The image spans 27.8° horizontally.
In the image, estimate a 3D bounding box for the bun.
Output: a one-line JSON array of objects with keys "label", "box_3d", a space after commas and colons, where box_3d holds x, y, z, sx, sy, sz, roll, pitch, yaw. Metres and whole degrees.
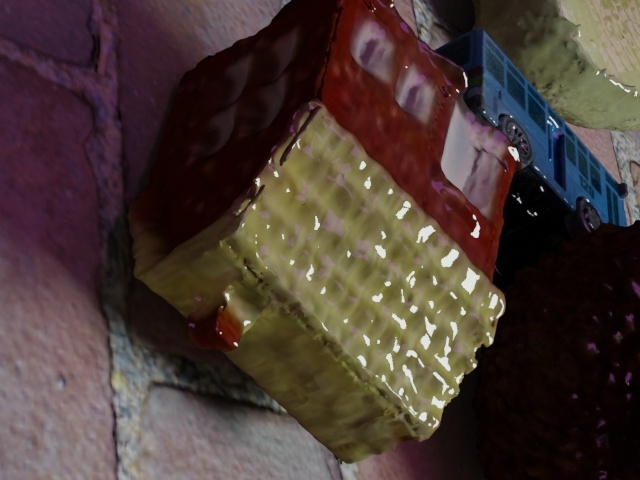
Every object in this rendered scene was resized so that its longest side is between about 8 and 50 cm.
[{"label": "bun", "box_3d": [0.234, -0.218, 1.258, 0.259, 0.152, 0.259, 18, 62, -37]}]

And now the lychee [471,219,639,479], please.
[{"label": "lychee", "box_3d": [0.239, 0.120, 0.949, 0.304, 0.276, 0.275, 26, 44, -83]}]

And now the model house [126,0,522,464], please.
[{"label": "model house", "box_3d": [0.000, 0.000, 0.771, 0.196, 0.160, 0.254, 47, 39, -27]}]

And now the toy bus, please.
[{"label": "toy bus", "box_3d": [0.157, -0.050, 1.070, 0.234, 0.116, 0.133, 42, 36, -31]}]
